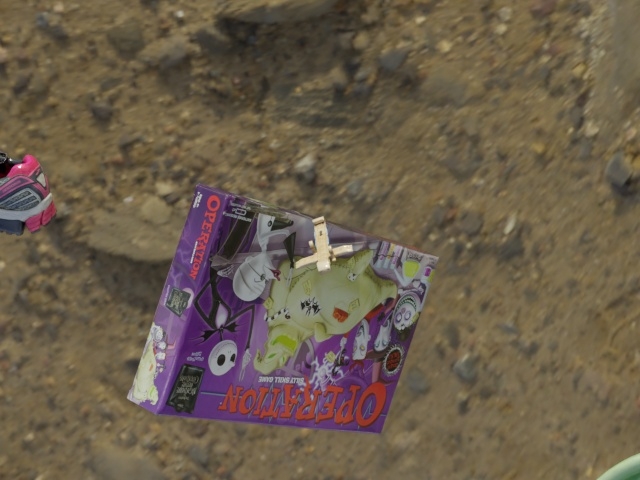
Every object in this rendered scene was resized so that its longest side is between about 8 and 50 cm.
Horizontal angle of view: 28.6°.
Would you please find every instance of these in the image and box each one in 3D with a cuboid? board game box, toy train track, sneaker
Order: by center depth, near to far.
[{"bbox_3d":[0.000,0.000,1.017,0.048,0.083,0.014,-18,119,6],"label":"toy train track"},{"bbox_3d":[-0.022,0.080,1.237,0.056,0.347,0.208,25,97,39],"label":"board game box"},{"bbox_3d":[-0.545,-0.098,1.928,0.299,0.121,0.112,8,127,16],"label":"sneaker"}]

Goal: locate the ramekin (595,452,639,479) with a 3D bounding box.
[{"bbox_3d":[0.373,0.302,1.088,0.303,0.148,0.303,10,106,36],"label":"ramekin"}]
